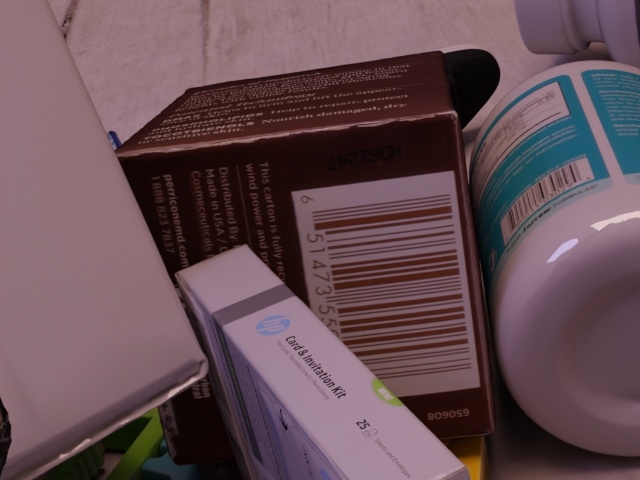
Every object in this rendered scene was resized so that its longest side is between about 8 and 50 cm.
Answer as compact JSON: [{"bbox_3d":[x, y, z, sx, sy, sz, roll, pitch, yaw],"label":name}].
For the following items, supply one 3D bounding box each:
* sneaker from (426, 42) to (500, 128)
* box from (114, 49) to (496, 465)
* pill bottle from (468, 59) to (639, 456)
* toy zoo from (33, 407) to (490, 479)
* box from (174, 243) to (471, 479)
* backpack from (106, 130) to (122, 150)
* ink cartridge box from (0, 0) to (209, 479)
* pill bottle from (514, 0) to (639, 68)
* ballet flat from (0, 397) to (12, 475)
[{"bbox_3d":[0.074,-0.073,0.887,0.217,0.079,0.121,-30,35,-13],"label":"sneaker"},{"bbox_3d":[0.000,0.000,0.634,0.167,0.168,0.203,-8,16,6],"label":"box"},{"bbox_3d":[0.161,-0.012,0.651,0.146,0.146,0.264,-9,28,9],"label":"pill bottle"},{"bbox_3d":[-0.039,0.155,0.556,0.293,0.030,0.192,1,31,24],"label":"toy zoo"},{"bbox_3d":[0.006,0.101,0.448,0.038,0.145,0.186,-23,29,-15],"label":"box"},{"bbox_3d":[-0.189,-0.046,0.900,0.084,0.114,0.105,-20,28,-12],"label":"backpack"},{"bbox_3d":[-0.248,-0.027,0.586,0.166,0.285,0.395,-28,10,-27],"label":"ink cartridge box"},{"bbox_3d":[0.328,-0.225,0.937,0.319,0.176,0.176,2,32,26],"label":"pill bottle"},{"bbox_3d":[-0.315,0.158,0.290,0.483,0.164,0.182,-12,47,-6],"label":"ballet flat"}]
